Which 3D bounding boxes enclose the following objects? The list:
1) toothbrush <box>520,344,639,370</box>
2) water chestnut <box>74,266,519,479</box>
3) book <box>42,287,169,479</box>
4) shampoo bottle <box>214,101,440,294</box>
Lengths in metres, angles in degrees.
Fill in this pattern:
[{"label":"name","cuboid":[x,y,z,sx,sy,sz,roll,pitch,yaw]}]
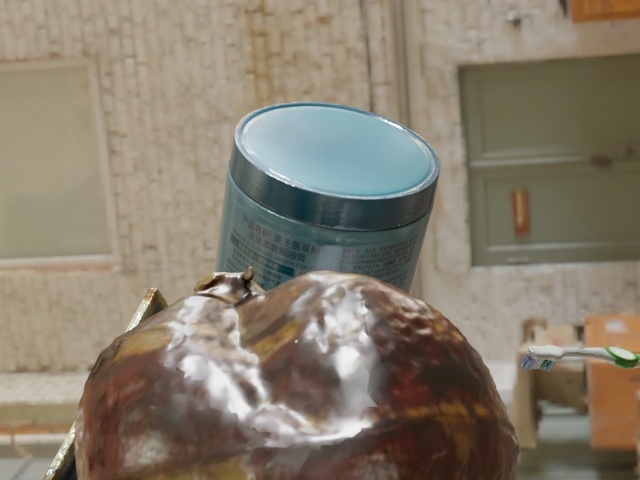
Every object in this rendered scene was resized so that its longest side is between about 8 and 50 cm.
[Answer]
[{"label":"toothbrush","cuboid":[0.357,0.136,1.538,0.030,0.303,0.030,-5,84,58]},{"label":"water chestnut","cuboid":[-0.018,0.196,0.977,0.335,0.335,0.347,56,-146,-71]},{"label":"book","cuboid":[-0.204,0.239,1.338,0.322,0.018,0.228,-63,-30,-34]},{"label":"shampoo bottle","cuboid":[0.000,0.000,2.125,0.331,0.331,0.343,-74,-5,-61]}]
